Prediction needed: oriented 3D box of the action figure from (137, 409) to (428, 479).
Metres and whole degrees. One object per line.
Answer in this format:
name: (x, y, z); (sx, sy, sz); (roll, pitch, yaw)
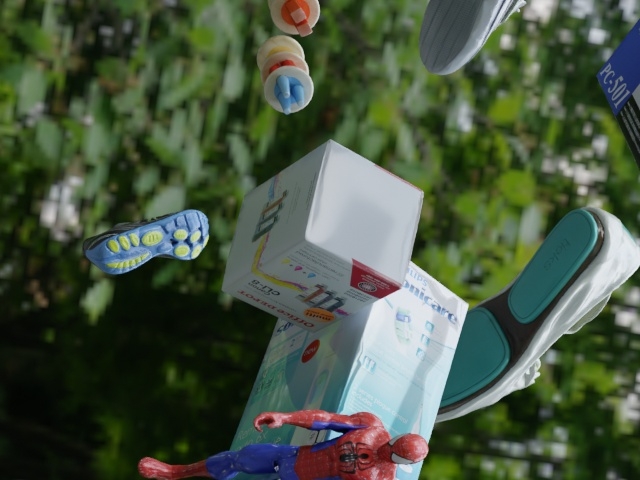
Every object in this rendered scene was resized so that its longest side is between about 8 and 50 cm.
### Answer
action figure: (-0.049, 0.197, 1.550); (0.139, 0.280, 0.091); (19, 60, -60)

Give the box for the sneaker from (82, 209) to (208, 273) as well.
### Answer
sneaker: (-0.218, -0.005, 2.306); (0.078, 0.188, 0.067); (20, -64, 44)

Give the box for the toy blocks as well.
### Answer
toy blocks: (-0.030, -0.202, 1.930); (0.148, 0.054, 0.123); (-104, -157, -65)

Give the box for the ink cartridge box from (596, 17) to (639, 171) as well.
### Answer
ink cartridge box: (0.328, -0.140, 1.748); (0.097, 0.046, 0.207); (-55, -159, 24)

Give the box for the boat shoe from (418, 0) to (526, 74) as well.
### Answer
boat shoe: (0.177, -0.250, 1.849); (0.226, 0.076, 0.083); (-56, -133, 47)

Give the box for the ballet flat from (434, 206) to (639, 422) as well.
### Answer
ballet flat: (0.273, 0.119, 2.418); (0.400, 0.139, 0.139); (-47, -153, 25)

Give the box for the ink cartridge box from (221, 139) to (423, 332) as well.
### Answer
ink cartridge box: (0.000, 0.000, 1.950); (0.176, 0.128, 0.127); (-30, -140, 52)

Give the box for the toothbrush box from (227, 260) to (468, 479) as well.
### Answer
toothbrush box: (0.022, 0.183, 2.025); (0.216, 0.126, 0.295); (-31, -151, 47)
